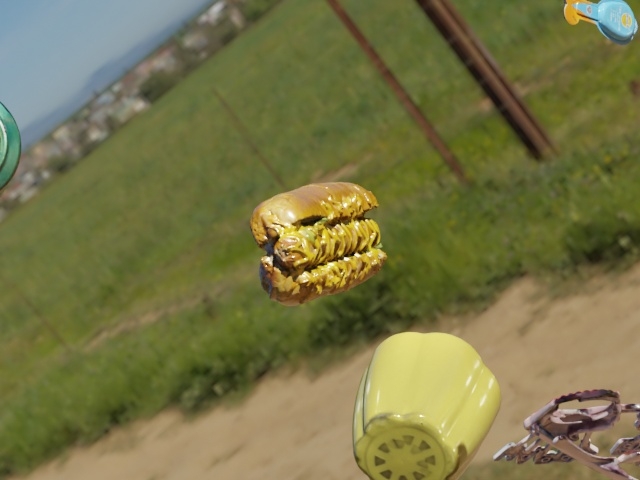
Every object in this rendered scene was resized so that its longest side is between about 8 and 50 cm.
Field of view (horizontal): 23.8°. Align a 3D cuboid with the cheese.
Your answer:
[{"bbox_3d":[0.287,-0.229,1.544,0.111,0.047,0.017,11,-13,-38],"label":"cheese"}]

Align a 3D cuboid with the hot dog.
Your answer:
[{"bbox_3d":[0.000,0.000,0.948,0.045,0.071,0.165,-4,4,19],"label":"hot dog"}]

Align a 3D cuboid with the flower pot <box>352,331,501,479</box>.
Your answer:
[{"bbox_3d":[0.126,0.240,1.979,0.195,0.195,0.179,-34,10,26],"label":"flower pot"}]

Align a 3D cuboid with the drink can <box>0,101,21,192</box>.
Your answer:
[{"bbox_3d":[-0.360,-0.078,1.489,0.118,0.118,0.205,-42,5,-18],"label":"drink can"}]

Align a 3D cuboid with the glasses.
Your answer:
[{"bbox_3d":[0.297,0.205,1.433,0.162,0.255,0.095,103,169,-65],"label":"glasses"}]
